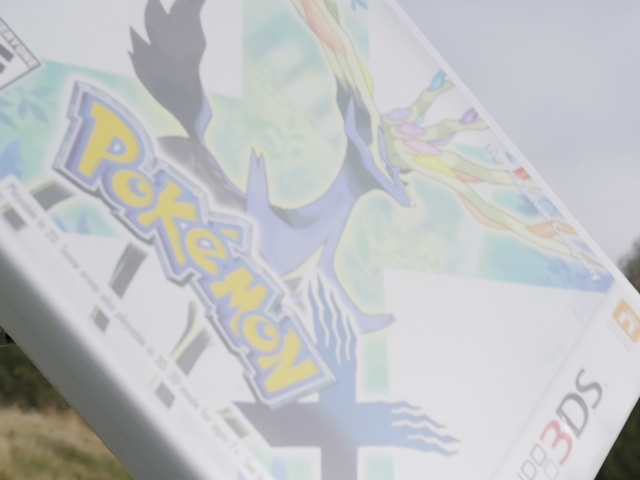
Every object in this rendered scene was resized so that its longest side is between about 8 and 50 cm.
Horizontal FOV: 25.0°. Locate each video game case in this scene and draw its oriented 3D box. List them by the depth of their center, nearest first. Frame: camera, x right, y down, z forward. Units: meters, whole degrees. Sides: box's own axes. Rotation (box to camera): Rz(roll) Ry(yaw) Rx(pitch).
[{"bbox_3d":[0.000,0.000,0.626,0.329,0.300,0.036,49,-49,-4],"label":"video game case"}]

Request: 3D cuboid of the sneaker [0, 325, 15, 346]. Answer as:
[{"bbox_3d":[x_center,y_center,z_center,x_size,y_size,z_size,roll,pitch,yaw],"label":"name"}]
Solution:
[{"bbox_3d":[-0.163,0.063,1.114,0.350,0.148,0.131,-12,-6,-23],"label":"sneaker"}]
